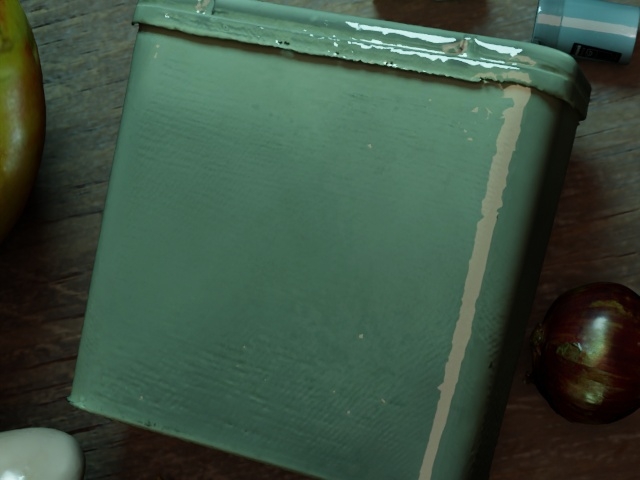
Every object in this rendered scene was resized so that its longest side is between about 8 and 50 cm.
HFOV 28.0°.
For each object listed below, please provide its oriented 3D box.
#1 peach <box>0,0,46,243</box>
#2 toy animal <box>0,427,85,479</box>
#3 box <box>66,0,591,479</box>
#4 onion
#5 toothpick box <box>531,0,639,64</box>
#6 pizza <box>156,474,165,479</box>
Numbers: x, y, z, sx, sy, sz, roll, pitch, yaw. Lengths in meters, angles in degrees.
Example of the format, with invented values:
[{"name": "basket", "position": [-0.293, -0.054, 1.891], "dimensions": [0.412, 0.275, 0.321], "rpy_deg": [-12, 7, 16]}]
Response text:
[{"name": "peach", "position": [-0.414, -0.111, 1.011], "dimensions": [0.388, 0.388, 0.389], "rpy_deg": [-1, 85, 7]}, {"name": "toy animal", "position": [-0.310, 0.221, 1.029], "dimensions": [0.221, 0.229, 0.210], "rpy_deg": [8, 65, 12]}, {"name": "box", "position": [0.000, 0.000, 1.017], "dimensions": [0.351, 0.177, 0.344], "rpy_deg": [13, 89, 18]}, {"name": "onion", "position": [0.220, 0.086, 1.026], "dimensions": [0.118, 0.117, 0.119], "rpy_deg": [-3, 125, -4]}, {"name": "toothpick box", "position": [0.222, -0.179, 1.082], "dimensions": [0.083, 0.052, 0.052], "rpy_deg": [10, 87, 7]}, {"name": "pizza", "position": [-0.135, 0.341, 1.087], "dimensions": [0.134, 0.056, 0.271], "rpy_deg": [-17, 85, 4]}]
